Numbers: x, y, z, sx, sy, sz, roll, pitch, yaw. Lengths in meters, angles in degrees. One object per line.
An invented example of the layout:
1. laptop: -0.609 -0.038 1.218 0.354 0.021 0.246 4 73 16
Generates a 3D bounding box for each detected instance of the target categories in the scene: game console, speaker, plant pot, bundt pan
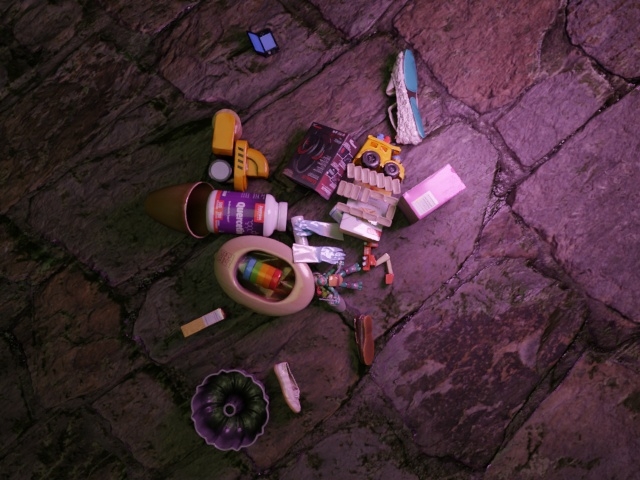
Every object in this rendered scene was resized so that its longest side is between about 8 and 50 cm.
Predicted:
1. game console: -0.255 -0.889 1.827 0.107 0.071 0.122 -24 86 3
2. speaker: -0.090 -0.036 1.776 0.055 0.055 0.136 -11 86 4
3. plant pot: -0.610 -0.141 1.752 0.254 0.237 0.237 6 87 17
4. bundt pan: -0.364 0.693 1.723 0.331 0.124 0.330 0 86 5

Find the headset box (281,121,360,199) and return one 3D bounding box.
1. headset box: -0.007 -0.322 1.713 0.218 0.110 0.293 32 90 38

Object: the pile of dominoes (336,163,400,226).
1. pile of dominoes: 0.196 -0.186 1.666 0.251 0.040 0.196 20 96 10

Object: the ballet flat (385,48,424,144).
1. ballet flat: 0.343 -0.603 1.742 0.147 0.147 0.408 -7 86 4

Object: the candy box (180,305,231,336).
1. candy box: -0.489 0.345 1.760 0.187 0.109 0.053 -25 85 2

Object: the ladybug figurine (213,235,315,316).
1. ladybug figurine: -0.234 0.143 1.723 0.449 0.162 0.305 26 89 5

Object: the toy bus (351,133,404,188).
1. toy bus: 0.267 -0.349 1.734 0.220 0.149 0.211 25 73 3

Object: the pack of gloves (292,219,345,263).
1. pack of gloves: 0.000 0.000 1.695 0.232 0.046 0.195 4 64 -20

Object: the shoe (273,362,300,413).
1. shoe: -0.129 0.620 1.732 0.058 0.076 0.219 -26 83 8

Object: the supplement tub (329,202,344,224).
1. supplement tub: 0.097 -0.103 1.757 0.107 0.071 0.071 43 91 5

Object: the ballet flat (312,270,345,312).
1. ballet flat: 0.027 0.223 1.746 0.072 0.068 0.213 -39 85 2

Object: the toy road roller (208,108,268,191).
1. toy road roller: -0.338 -0.372 1.749 0.241 0.202 0.329 3 92 -7

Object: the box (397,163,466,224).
1. box: 0.434 -0.176 1.648 0.214 0.243 0.117 -34 85 2

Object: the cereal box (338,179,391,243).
1. cereal box: 0.187 -0.122 1.717 0.173 0.047 0.240 18 68 -2

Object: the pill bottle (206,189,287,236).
1. pill bottle: -0.305 -0.111 1.721 0.323 0.181 0.181 4 87 -5

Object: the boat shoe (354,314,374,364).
1. boat shoe: 0.180 0.416 1.728 0.073 0.073 0.207 -6 81 42

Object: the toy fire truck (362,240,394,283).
1. toy fire truck: 0.245 0.086 1.747 0.135 0.047 0.192 3 86 4

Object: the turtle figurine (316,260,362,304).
1. turtle figurine: 0.068 0.162 1.680 0.118 0.234 0.175 16 105 47
